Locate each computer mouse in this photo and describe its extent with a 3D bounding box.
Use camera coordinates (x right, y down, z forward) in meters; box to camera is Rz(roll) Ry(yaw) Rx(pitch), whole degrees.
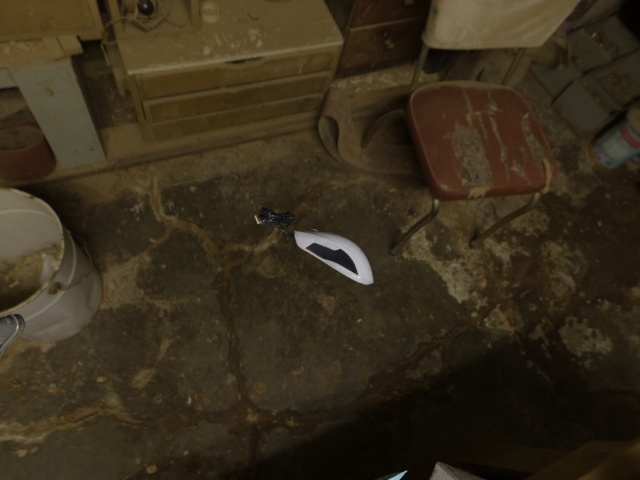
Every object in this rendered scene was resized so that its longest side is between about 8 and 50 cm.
[{"bbox_3d":[0.000,0.000,0.620,0.192,0.106,0.042,30,94,19],"label":"computer mouse"}]

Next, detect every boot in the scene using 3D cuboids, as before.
[{"bbox_3d":[-0.742,0.212,0.870,0.076,0.208,0.190,41,96,14],"label":"boot"}]

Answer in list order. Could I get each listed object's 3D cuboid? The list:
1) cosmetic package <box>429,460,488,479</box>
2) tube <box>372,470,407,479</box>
[{"bbox_3d":[0.277,0.699,0.923,0.196,0.155,0.366,29,86,-25],"label":"cosmetic package"},{"bbox_3d":[0.058,0.425,0.706,0.080,0.207,0.052,-4,48,-38],"label":"tube"}]
